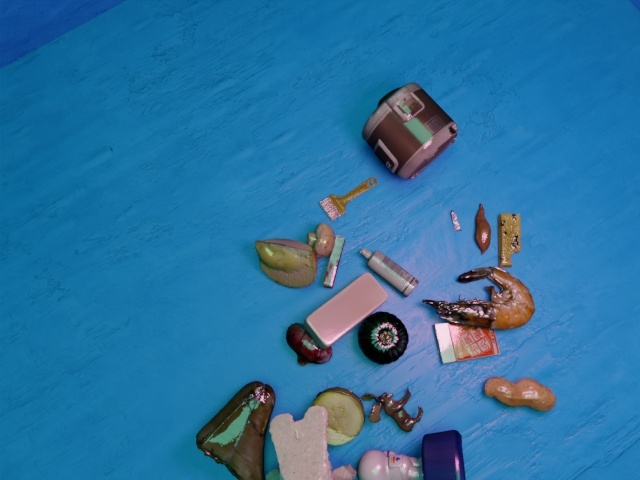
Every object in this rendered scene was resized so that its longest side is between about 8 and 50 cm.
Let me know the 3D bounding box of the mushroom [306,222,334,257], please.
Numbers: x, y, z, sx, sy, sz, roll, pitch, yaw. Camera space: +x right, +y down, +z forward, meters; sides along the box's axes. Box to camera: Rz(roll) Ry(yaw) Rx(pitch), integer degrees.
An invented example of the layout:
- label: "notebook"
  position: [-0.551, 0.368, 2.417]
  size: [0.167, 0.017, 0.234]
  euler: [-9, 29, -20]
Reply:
- label: "mushroom"
  position: [0.000, 0.000, 1.888]
  size: [0.112, 0.148, 0.148]
  euler: [5, 75, -14]

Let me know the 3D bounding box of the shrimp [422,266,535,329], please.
- label: "shrimp"
  position: [0.619, 0.220, 1.825]
  size: [0.444, 0.085, 0.272]
  euler: [0, 60, -1]

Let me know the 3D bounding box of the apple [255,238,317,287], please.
- label: "apple"
  position: [-0.126, 0.089, 1.876]
  size: [0.264, 0.120, 0.194]
  euler: [10, 117, 19]

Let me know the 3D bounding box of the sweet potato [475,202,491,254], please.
- label: "sweet potato"
  position: [0.676, -0.055, 1.920]
  size: [0.068, 0.068, 0.226]
  euler: [1, 75, 2]

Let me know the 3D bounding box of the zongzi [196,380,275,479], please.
- label: "zongzi"
  position: [-0.228, 0.737, 1.703]
  size: [0.323, 0.160, 0.360]
  euler: [-44, 87, -10]

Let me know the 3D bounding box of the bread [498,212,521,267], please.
- label: "bread"
  position: [0.783, -0.001, 1.910]
  size: [0.087, 0.049, 0.226]
  euler: [3, 76, 2]

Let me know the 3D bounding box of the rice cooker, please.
- label: "rice cooker"
  position: [0.352, -0.453, 1.893]
  size: [0.335, 0.335, 0.325]
  euler: [-39, 82, -8]

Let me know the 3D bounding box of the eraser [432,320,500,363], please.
- label: "eraser"
  position: [0.573, 0.389, 1.823]
  size: [0.230, 0.038, 0.158]
  euler: [-9, 76, -2]

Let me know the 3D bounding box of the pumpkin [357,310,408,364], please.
- label: "pumpkin"
  position: [0.242, 0.376, 1.782]
  size: [0.201, 0.140, 0.202]
  euler: [0, 82, -2]

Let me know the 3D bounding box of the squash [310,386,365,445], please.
- label: "squash"
  position: [0.061, 0.666, 1.728]
  size: [0.219, 0.133, 0.221]
  euler: [0, 82, 2]

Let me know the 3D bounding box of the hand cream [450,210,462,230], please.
- label: "hand cream"
  position: [0.572, -0.083, 1.957]
  size: [0.030, 0.019, 0.093]
  euler: [-13, 83, -4]

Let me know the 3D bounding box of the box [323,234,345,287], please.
- label: "box"
  position: [0.057, 0.089, 1.906]
  size: [0.039, 0.055, 0.218]
  euler: [14, 76, 7]

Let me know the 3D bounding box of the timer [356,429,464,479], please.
- label: "timer"
  position: [0.317, 0.818, 1.640]
  size: [0.383, 0.270, 0.271]
  euler: [-7, 75, 16]

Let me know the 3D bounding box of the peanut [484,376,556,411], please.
- label: "peanut"
  position: [0.750, 0.577, 1.741]
  size: [0.262, 0.101, 0.117]
  euler: [4, 51, 5]

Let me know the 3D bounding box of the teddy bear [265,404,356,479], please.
- label: "teddy bear"
  position: [-0.030, 0.860, 1.665]
  size: [0.327, 0.362, 0.376]
  euler: [-14, 44, 3]

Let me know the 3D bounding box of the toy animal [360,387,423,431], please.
- label: "toy animal"
  position: [0.272, 0.636, 1.742]
  size: [0.186, 0.094, 0.214]
  euler: [-37, 86, 1]

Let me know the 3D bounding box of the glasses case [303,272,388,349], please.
- label: "glasses case"
  position: [0.101, 0.272, 1.803]
  size: [0.336, 0.076, 0.144]
  euler: [-33, 76, -23]

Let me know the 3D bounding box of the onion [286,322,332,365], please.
- label: "onion"
  position: [-0.051, 0.413, 1.804]
  size: [0.205, 0.098, 0.151]
  euler: [25, 76, 7]

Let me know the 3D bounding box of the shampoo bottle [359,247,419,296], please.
- label: "shampoo bottle"
  position: [0.272, 0.118, 1.877]
  size: [0.262, 0.085, 0.085]
  euler: [38, 80, 11]

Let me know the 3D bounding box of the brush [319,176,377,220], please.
- label: "brush"
  position: [0.132, -0.194, 1.997]
  size: [0.272, 0.013, 0.103]
  euler: [-33, 78, -7]
